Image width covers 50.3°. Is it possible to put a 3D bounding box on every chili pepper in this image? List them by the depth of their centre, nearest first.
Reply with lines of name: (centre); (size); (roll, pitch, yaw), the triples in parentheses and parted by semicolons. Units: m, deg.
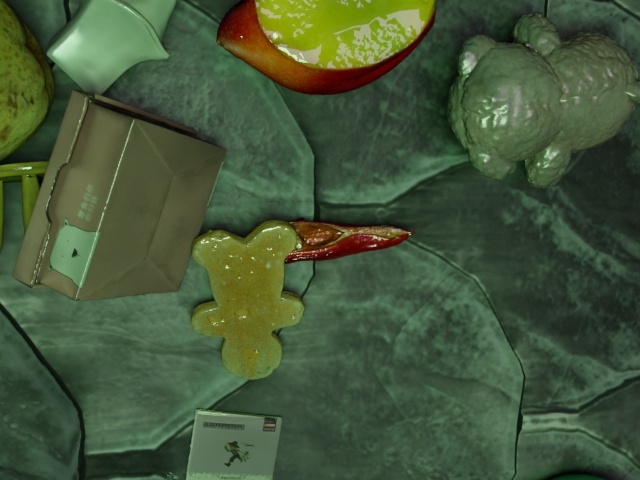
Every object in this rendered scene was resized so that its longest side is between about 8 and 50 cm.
chili pepper: (0.000, 0.000, 0.935); (0.267, 0.050, 0.059); (-5, 74, -14)

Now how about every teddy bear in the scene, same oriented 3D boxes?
teddy bear: (0.294, -0.186, 0.915); (0.267, 0.151, 0.236); (-14, 100, -11)

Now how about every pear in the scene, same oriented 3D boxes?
pear: (-0.402, -0.182, 0.737); (0.211, 0.188, 0.229); (-8, 72, -20)

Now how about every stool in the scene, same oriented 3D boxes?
stool: (-0.339, -0.035, 0.811); (0.135, 0.134, 0.111); (-7, 94, -21)

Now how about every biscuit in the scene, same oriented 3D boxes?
biscuit: (-0.097, 0.085, 0.908); (0.153, 0.030, 0.235); (-7, 118, -5)

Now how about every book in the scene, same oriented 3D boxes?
book: (-0.129, 0.332, 0.977); (0.127, 0.014, 0.182); (8, 98, -14)

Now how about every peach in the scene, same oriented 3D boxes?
peach: (0.014, -0.255, 0.835); (0.267, 0.159, 0.154); (-29, 94, -9)

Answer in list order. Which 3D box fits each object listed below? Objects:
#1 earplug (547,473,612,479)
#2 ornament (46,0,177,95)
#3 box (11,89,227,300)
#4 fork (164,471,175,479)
earplug: (0.358, 0.493, 1.042); (0.257, 0.164, 0.280); (15, 95, -22)
ornament: (-0.205, -0.295, 0.802); (0.130, 0.120, 0.285); (28, 94, -35)
box: (-0.220, -0.041, 0.788); (0.086, 0.215, 0.215); (21, 95, 20)
fork: (-0.271, 0.429, 0.958); (0.039, 0.021, 0.235); (31, 92, -19)
